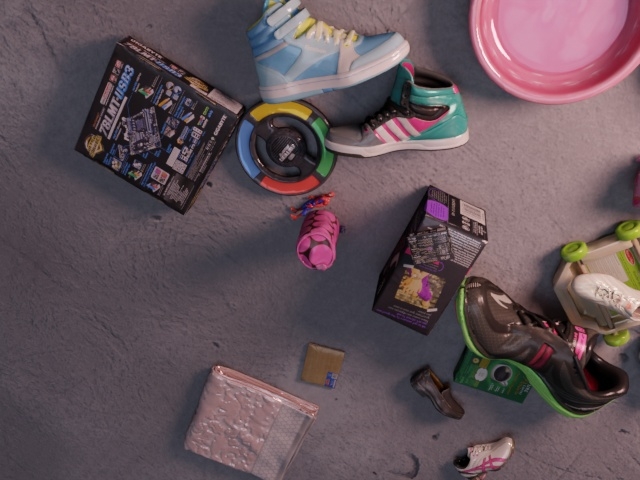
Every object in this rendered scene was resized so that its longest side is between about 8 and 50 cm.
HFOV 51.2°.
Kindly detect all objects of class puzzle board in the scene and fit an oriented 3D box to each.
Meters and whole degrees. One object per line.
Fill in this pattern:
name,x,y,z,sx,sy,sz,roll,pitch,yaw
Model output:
puzzle board,0.005,0.330,1.756,0.097,0.011,0.128,14,121,3

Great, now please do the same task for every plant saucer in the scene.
plant saucer,0.439,-0.418,1.219,0.333,0.084,0.331,5,118,9

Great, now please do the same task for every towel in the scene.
towel,-0.205,0.530,1.885,0.317,0.053,0.331,23,119,-1

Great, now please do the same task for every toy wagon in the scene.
toy wagon,0.693,0.080,1.447,0.345,0.068,0.267,-25,111,22

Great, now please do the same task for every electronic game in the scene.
electronic game,-0.075,-0.204,1.461,0.230,0.048,0.229,5,119,9

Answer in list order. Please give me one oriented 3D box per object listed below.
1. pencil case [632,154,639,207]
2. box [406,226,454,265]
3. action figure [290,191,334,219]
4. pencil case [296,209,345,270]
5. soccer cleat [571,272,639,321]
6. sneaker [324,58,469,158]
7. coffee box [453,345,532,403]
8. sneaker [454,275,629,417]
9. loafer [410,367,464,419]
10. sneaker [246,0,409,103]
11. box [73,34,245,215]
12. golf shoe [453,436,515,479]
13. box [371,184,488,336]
pencil case,0.763,-0.089,1.314,0.284,0.124,0.124,17,120,3
box,0.222,0.012,1.343,0.083,0.018,0.067,-12,113,18
action figure,-0.018,-0.084,1.521,0.115,0.038,0.030,-23,128,22
pencil case,0.000,0.000,1.465,0.095,0.209,0.098,-5,105,8
soccer cleat,0.625,0.122,1.398,0.196,0.076,0.068,19,120,1
sneaker,0.146,-0.267,1.335,0.296,0.123,0.178,-5,122,5
coffee box,0.432,0.326,1.648,0.184,0.040,0.113,17,121,3
sneaker,0.494,0.215,1.482,0.483,0.185,0.202,34,139,-19
loafer,0.309,0.392,1.700,0.170,0.062,0.061,39,114,-12
sneaker,-0.001,-0.400,1.296,0.319,0.127,0.208,-12,116,17
box,-0.361,-0.247,1.483,0.293,0.073,0.295,31,120,-5
golf shoe,0.433,0.573,1.767,0.086,0.067,0.186,37,119,-7
box,0.237,0.044,1.463,0.143,0.165,0.270,25,120,-1
